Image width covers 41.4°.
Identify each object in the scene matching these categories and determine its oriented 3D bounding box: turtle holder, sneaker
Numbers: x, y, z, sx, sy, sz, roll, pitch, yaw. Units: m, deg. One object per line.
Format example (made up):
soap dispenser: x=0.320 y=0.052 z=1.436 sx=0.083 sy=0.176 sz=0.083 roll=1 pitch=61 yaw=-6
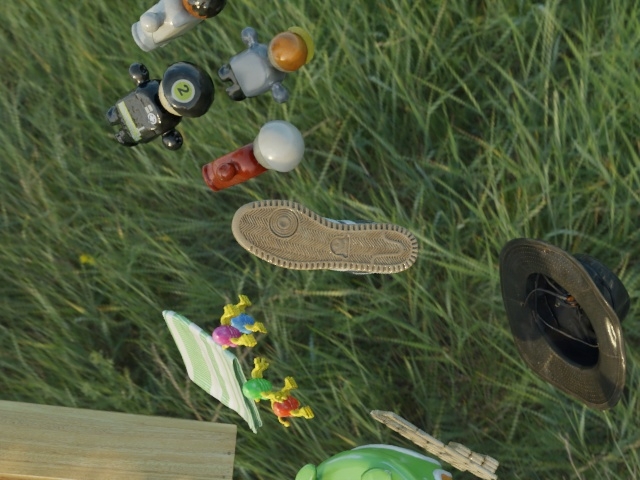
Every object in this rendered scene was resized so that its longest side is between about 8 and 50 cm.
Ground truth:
turtle holder: x=0.082 y=0.452 z=1.324 sx=0.320 sy=0.227 sz=0.243 roll=-43 pitch=65 yaw=27
sneaker: x=0.000 y=0.000 z=1.329 sx=0.282 sy=0.153 sz=0.099 roll=9 pitch=89 yaw=-6

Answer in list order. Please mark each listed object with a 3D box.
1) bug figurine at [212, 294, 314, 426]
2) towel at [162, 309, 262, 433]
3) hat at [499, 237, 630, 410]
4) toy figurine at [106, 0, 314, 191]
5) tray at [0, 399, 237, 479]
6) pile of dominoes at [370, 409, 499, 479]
bug figurine: x=-0.124 y=0.231 z=1.610 sx=0.072 sy=0.216 sz=0.279 roll=-33 pitch=71 yaw=7
towel: x=-0.270 y=0.316 z=2.098 sx=0.038 sy=0.248 sz=0.325 roll=-32 pitch=36 yaw=-25
hat: x=0.453 y=0.121 z=1.480 sx=0.134 sy=0.331 sz=0.331 roll=-27 pitch=50 yaw=-21
toy figurine: x=-0.115 y=-0.180 z=0.968 sx=0.148 sy=0.213 sz=0.210 roll=-18 pitch=54 yaw=44
tray: x=-0.301 y=0.216 z=0.844 sx=0.410 sy=0.203 sz=0.076 roll=9 pitch=63 yaw=-9
pile of dominoes: x=0.215 y=0.373 z=1.607 sx=0.251 sy=0.196 sz=0.040 roll=33 pitch=76 yaw=-7
